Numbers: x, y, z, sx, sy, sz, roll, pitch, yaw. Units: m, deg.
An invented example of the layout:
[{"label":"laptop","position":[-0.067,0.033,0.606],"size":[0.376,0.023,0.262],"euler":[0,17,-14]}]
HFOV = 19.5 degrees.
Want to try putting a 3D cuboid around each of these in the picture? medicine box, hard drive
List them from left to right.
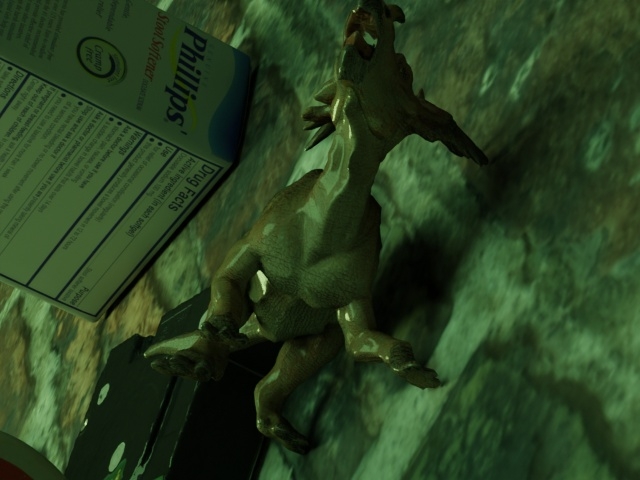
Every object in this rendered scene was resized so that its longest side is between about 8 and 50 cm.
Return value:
[{"label":"medicine box","position":[-0.252,-0.101,1.660],"size":[0.263,0.289,0.149],"euler":[-46,26,40]},{"label":"hard drive","position":[-0.129,0.203,1.257],"size":[0.237,0.064,0.339],"euler":[-33,33,56]}]

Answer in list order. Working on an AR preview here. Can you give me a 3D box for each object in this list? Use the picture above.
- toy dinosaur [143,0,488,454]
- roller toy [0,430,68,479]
[{"label":"toy dinosaur","position":[0.000,0.000,1.109],"size":[0.296,0.127,0.200],"euler":[-41,28,57]},{"label":"roller toy","position":[-0.238,0.219,1.131],"size":[0.191,0.209,0.146],"euler":[-39,0,-40]}]
